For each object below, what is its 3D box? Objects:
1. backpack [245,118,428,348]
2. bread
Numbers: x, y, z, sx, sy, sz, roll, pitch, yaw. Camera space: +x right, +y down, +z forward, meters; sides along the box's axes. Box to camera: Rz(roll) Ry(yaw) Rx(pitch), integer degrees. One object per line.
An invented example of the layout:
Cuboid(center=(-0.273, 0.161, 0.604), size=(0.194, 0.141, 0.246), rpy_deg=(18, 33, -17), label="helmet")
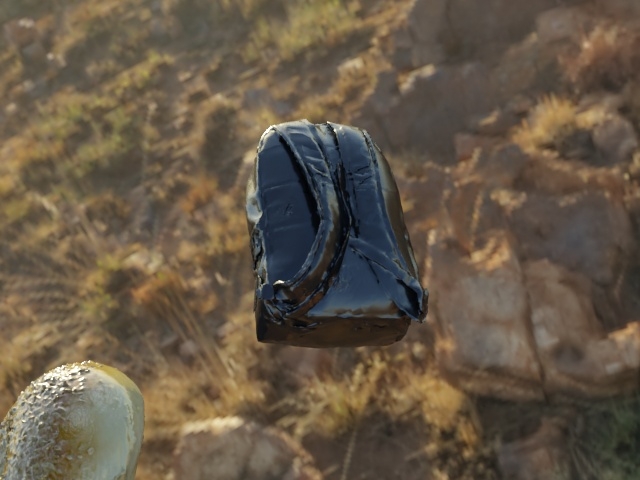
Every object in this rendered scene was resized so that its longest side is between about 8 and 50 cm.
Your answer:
Cuboid(center=(0.003, -0.001, 0.916), size=(0.120, 0.106, 0.165), rpy_deg=(7, 52, -18), label="backpack")
Cuboid(center=(-0.324, 0.293, 1.607), size=(0.305, 0.159, 0.305), rpy_deg=(-47, 32, 42), label="bread")
